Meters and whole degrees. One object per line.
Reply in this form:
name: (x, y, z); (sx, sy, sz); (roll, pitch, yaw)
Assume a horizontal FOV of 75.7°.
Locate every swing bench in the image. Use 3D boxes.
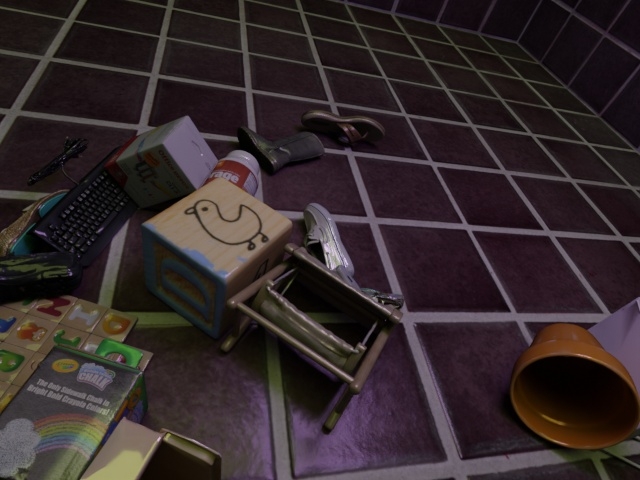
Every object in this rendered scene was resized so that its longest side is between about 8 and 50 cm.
swing bench: (-0.004, 0.148, 0.766); (0.253, 0.165, 0.254); (31, 45, 12)

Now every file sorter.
file sorter: (0.674, 0.303, 0.840); (0.173, 0.192, 0.277); (27, 45, 3)

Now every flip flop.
flip flop: (0.073, -0.354, 1.330); (0.277, 0.112, 0.080); (8, 71, -16)

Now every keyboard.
keyboard: (-0.492, -0.110, 0.870); (0.201, 0.033, 0.317); (42, 37, -24)

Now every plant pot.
plant pot: (0.495, 0.265, 0.822); (0.205, 0.205, 0.188); (34, 31, 13)

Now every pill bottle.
pill bottle: (-0.218, -0.120, 0.979); (0.121, 0.121, 0.216); (17, 44, -3)

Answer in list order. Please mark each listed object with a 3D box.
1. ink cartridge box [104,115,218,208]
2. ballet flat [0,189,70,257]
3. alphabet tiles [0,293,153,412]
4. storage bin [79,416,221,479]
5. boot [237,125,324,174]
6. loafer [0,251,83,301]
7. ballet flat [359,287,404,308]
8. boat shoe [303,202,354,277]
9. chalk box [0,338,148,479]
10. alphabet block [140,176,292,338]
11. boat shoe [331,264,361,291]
ink cartridge box: (-0.350, -0.173, 0.922); (0.176, 0.128, 0.127); (-13, 38, 24)
ballet flat: (-0.571, -0.036, 0.814); (0.067, 0.073, 0.206); (7, 40, 6)
alphabet tiles: (-0.470, 0.203, 0.656); (0.343, 0.011, 0.285); (18, 44, -2)
storage bin: (-0.216, 0.361, 0.420); (0.123, 0.260, 0.262); (20, 44, 6)
boot: (-0.114, -0.289, 1.212); (0.209, 0.076, 0.189); (-36, 80, -33)
loafer: (-0.540, 0.060, 0.713); (0.223, 0.076, 0.078); (-5, 44, -29)
ballet flat: (0.134, 0.133, 0.919); (0.115, 0.041, 0.041); (10, 45, -9)
boat shoe: (0.000, 0.000, 0.966); (0.076, 0.083, 0.226); (-10, 53, -29)
chalk box: (-0.330, 0.241, 0.570); (0.133, 0.132, 0.213); (19, 44, 0)
alphabet block: (-0.197, 0.030, 0.791); (0.192, 0.193, 0.197); (33, 46, 10)
boat shoe: (0.057, 0.101, 0.895); (0.100, 0.035, 0.035); (54, 27, -6)
